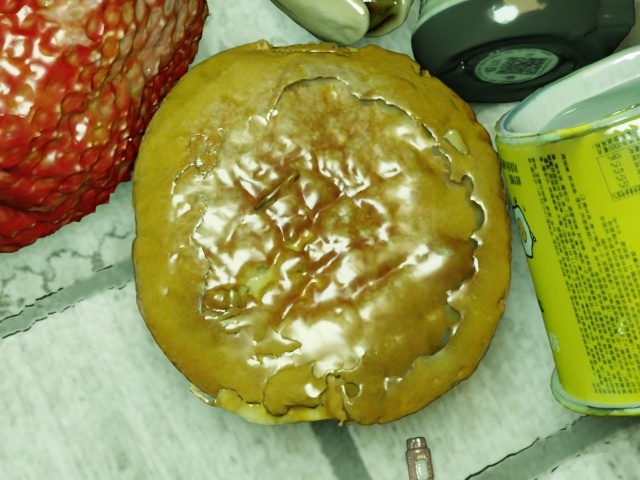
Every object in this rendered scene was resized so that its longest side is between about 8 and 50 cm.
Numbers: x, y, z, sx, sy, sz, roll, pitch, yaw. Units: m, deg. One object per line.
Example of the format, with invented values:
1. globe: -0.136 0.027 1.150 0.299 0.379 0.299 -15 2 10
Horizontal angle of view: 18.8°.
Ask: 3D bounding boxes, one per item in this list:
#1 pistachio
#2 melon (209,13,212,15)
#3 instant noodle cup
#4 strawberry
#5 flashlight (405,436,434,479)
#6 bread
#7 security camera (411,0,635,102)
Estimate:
1. pistachio: -0.002 -0.273 1.827 0.138 0.153 0.238 -20 44 -23
2. melon: -0.163 -0.314 1.883 0.139 0.093 0.202 -3 108 21
3. instant noodle cup: 0.309 -0.028 1.696 0.326 0.325 0.254 -26 103 -10
4. strawberry: -0.247 -0.150 1.733 0.351 0.312 0.267 -30 97 -25
5. flashlight: 0.098 0.238 1.805 0.052 0.031 0.110 -8 79 -6
6. bread: -0.001 0.003 1.762 0.337 0.204 0.358 -1 75 -3
7. security camera: 0.173 -0.289 1.849 0.191 0.197 0.277 0 72 -12
